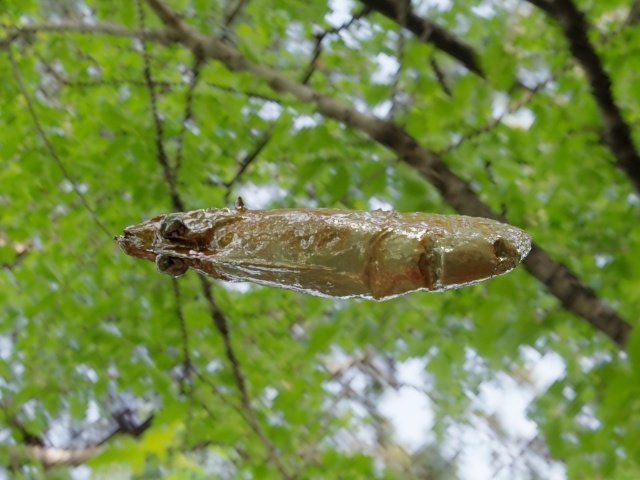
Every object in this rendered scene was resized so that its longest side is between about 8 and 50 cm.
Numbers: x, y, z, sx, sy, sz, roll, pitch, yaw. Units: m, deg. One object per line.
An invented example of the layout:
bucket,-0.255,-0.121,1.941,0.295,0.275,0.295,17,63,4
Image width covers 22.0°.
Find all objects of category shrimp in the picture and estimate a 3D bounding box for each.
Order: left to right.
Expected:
shrimp,0.000,0.001,1.155,0.294,0.154,0.062,5,-80,5
